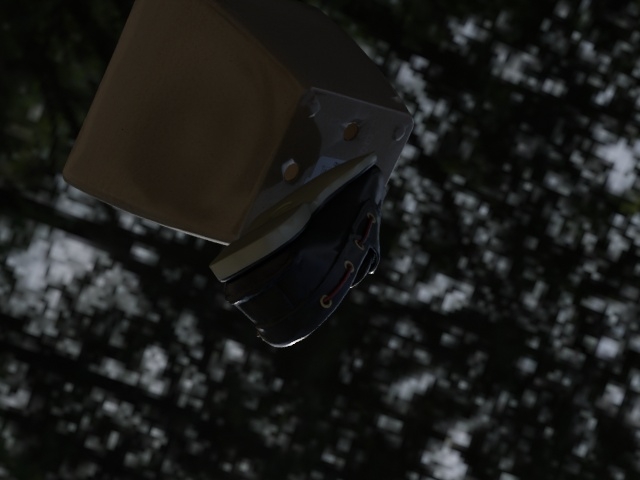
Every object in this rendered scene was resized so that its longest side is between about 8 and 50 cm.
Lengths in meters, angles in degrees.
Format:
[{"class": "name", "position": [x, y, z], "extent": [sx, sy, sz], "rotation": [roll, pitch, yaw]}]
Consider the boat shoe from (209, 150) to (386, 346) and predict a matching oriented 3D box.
[{"class": "boat shoe", "position": [-0.001, 0.001, 0.644], "extent": [0.049, 0.042, 0.133], "rotation": [-30, -172, 24]}]

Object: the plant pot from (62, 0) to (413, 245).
[{"class": "plant pot", "position": [-0.026, -0.046, 0.742], "extent": [0.096, 0.109, 0.109], "rotation": [34, -75, 39]}]
